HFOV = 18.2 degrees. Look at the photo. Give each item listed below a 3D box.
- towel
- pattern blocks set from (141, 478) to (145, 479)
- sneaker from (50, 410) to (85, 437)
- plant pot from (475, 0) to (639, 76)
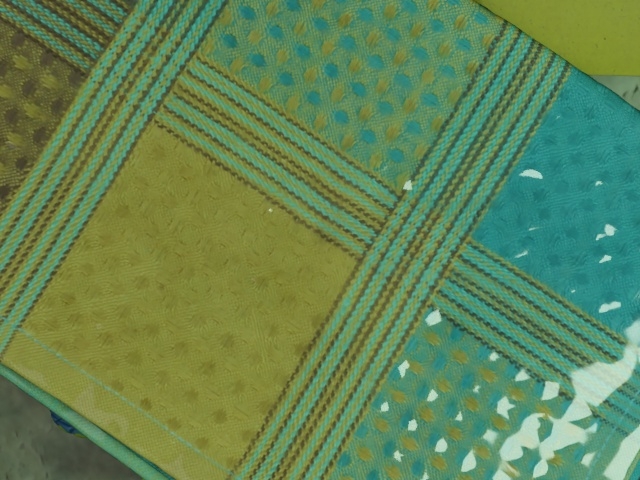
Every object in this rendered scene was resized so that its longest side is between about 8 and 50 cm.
[{"bbox_3d":[0.000,0.000,0.913,0.370,0.040,0.271,35,83,-3],"label":"towel"},{"bbox_3d":[-0.061,0.254,1.095,0.325,0.026,0.285,-9,76,-5],"label":"pattern blocks set"},{"bbox_3d":[-0.076,0.074,1.143,0.188,0.067,0.078,-2,101,24],"label":"sneaker"},{"bbox_3d":[0.164,-0.184,0.964,0.212,0.212,0.187,4,109,20],"label":"plant pot"}]
